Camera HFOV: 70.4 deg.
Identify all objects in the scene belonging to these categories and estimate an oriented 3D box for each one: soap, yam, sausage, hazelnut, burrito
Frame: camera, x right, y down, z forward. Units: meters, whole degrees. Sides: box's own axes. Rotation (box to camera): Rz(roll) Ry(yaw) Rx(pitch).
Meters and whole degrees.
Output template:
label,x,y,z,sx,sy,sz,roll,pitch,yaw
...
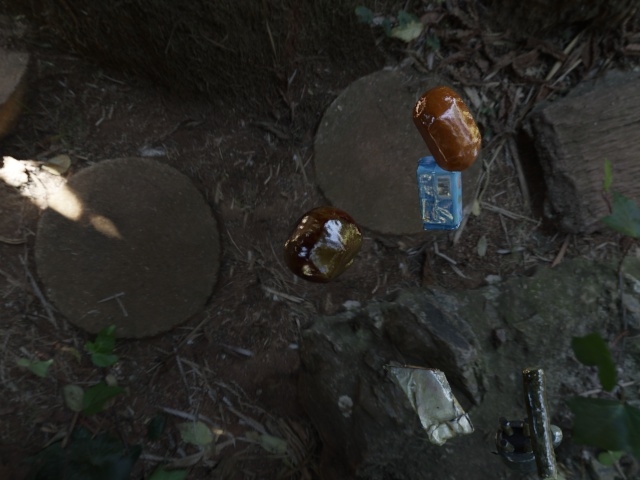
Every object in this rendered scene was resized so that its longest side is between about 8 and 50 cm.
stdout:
label,x,y,z,sx,sy,sz,roll,pitch,yaw
soap,0.446,-0.174,1.695,0.156,0.077,0.294,6,127,28
yam,0.577,0.476,1.196,0.061,0.061,0.275,-1,77,-7
sausage,0.389,-0.337,1.392,0.141,0.153,0.268,-34,107,2
hazelnut,0.000,0.000,1.290,0.233,0.218,0.218,-40,91,-27
burrito,0.388,0.550,1.618,0.175,0.107,0.348,-34,63,0

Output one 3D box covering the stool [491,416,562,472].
label,x,y,z,sx,sy,sz,roll,pitch,yaw
stool,0.695,0.674,1.551,0.227,0.153,0.139,-34,122,-11
